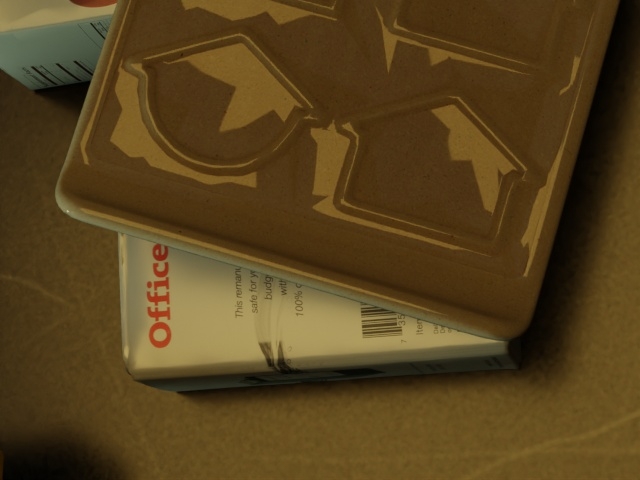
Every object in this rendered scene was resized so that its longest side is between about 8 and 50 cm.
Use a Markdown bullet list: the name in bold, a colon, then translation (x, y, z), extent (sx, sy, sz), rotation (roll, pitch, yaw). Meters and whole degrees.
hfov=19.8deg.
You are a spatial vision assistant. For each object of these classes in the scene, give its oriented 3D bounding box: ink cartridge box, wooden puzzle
- **ink cartridge box**: translation (0.000, 0.000, 1.331), extent (0.273, 0.115, 0.198), rotation (-4, 79, 10)
- **wooden puzzle**: translation (0.024, -0.127, 1.241), extent (0.322, 0.080, 0.347), rotation (16, 75, 3)

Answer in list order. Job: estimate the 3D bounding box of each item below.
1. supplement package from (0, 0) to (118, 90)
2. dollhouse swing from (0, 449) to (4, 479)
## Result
- **supplement package**: translation (-0.156, -0.236, 1.387), extent (0.203, 0.149, 0.194), rotation (-8, 79, 9)
- **dollhouse swing**: translation (-0.314, 0.338, 1.313), extent (0.347, 0.315, 0.305), rotation (-13, 45, 19)
